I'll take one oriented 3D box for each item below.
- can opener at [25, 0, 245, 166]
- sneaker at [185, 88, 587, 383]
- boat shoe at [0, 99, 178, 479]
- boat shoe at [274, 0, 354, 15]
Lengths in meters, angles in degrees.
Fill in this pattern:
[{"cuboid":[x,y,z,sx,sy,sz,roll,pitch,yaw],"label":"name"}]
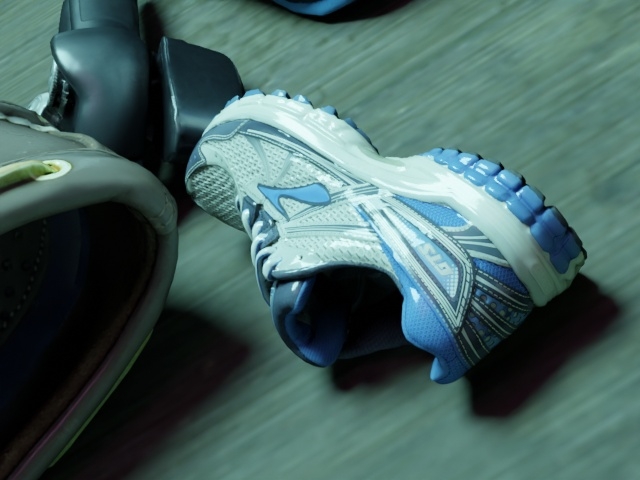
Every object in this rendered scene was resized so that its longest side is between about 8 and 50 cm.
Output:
[{"cuboid":[-0.080,-0.066,0.497,0.059,0.073,0.186,-66,26,20],"label":"can opener"},{"cuboid":[0.000,0.000,0.350,0.135,0.052,0.058,17,62,48],"label":"sneaker"},{"cuboid":[-0.166,0.083,0.325,0.096,0.116,0.324,14,51,47],"label":"boat shoe"},{"cuboid":[-0.046,-0.169,0.552,0.109,0.089,0.258,-46,37,-18],"label":"boat shoe"}]
